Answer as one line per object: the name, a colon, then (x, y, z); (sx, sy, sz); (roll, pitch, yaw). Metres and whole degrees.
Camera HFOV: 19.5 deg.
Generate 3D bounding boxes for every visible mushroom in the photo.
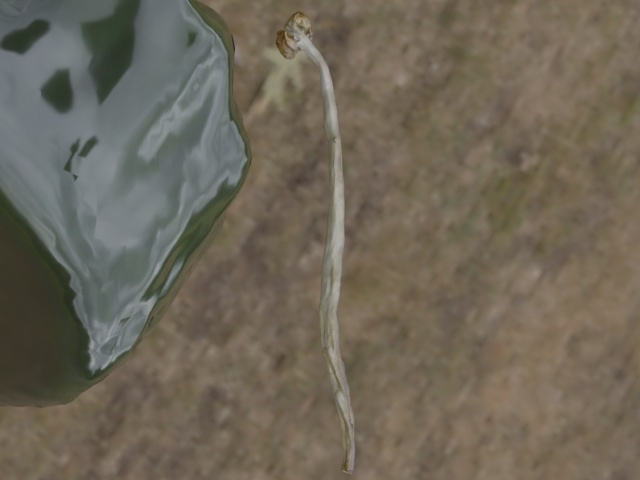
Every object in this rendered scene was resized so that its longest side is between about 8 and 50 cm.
mushroom: (0.006, -0.001, 1.138); (0.026, 0.028, 0.286); (4, 76, -66)

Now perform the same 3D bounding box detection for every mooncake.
mooncake: (-0.210, -0.081, 0.987); (0.194, 0.356, 0.356); (-58, 156, -33)
